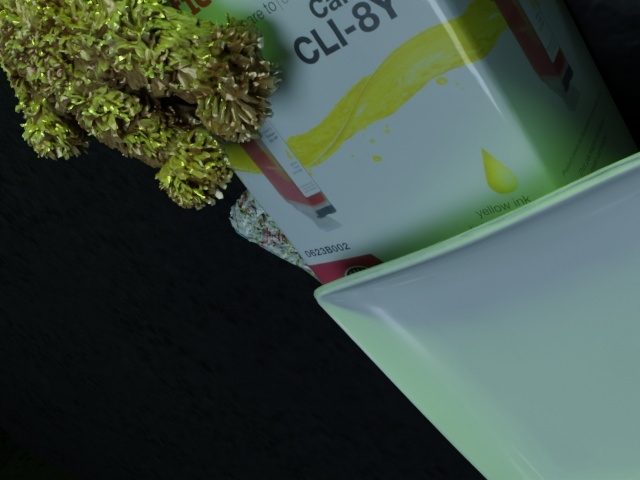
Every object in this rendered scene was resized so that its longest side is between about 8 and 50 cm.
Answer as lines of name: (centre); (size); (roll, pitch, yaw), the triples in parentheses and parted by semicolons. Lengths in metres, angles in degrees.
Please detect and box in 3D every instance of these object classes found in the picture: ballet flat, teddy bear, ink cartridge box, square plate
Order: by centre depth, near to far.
teddy bear: (-0.185, -0.158, 0.511); (0.338, 0.113, 0.245); (50, 140, -12)
square plate: (0.211, 0.107, 0.529); (0.347, 0.049, 0.344); (46, 141, -13)
ink cartridge box: (0.053, -0.122, 0.579); (0.279, 0.160, 0.385); (-15, 120, 46)
ballet flat: (0.000, 0.000, 0.825); (0.240, 0.091, 0.077); (26, 120, 8)
